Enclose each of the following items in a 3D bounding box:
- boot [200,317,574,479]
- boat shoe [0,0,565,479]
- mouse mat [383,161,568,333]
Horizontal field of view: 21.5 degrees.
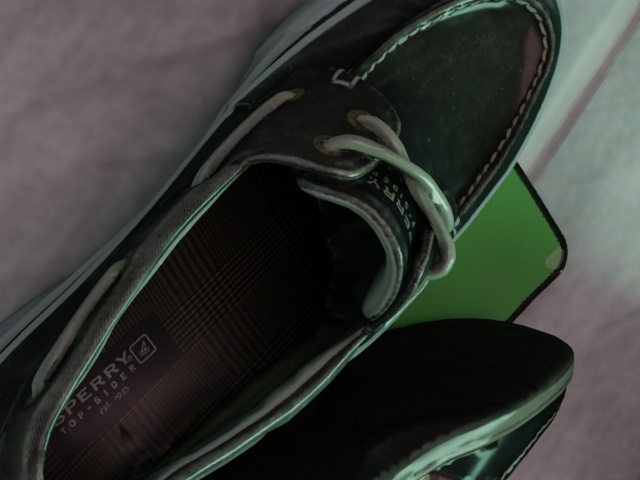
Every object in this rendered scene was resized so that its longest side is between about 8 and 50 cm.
[{"bbox_3d":[0.023,0.148,0.708,0.236,0.085,0.178,-30,127,-43],"label":"boot"},{"bbox_3d":[0.000,0.000,0.656,0.335,0.119,0.121,-47,113,-20],"label":"boat shoe"},{"bbox_3d":[0.017,0.009,0.740,0.190,0.007,0.152,-43,112,-22],"label":"mouse mat"}]
